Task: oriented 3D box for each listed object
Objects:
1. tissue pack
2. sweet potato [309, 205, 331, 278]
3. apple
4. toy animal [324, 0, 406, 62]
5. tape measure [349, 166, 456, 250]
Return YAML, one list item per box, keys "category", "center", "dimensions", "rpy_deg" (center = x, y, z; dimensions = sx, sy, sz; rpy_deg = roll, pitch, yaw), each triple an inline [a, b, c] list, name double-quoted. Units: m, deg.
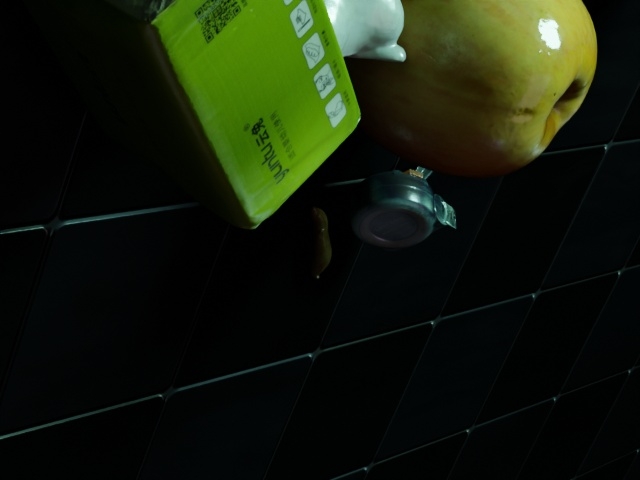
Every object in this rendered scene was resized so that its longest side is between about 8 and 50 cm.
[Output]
- category: "tissue pack"
  center: [-0.108, -0.171, 1.216]
  dimensions: [0.167, 0.200, 0.275]
  rpy_deg: [-45, 149, -15]
- category: "sweet potato"
  center: [0.000, 0.000, 1.724]
  dimensions: [0.026, 0.026, 0.115]
  rpy_deg: [-33, 143, -30]
- category: "apple"
  center: [0.150, -0.175, 1.525]
  dimensions: [0.242, 0.241, 0.242]
  rpy_deg: [-33, 143, -29]
- category: "toy animal"
  center: [0.021, -0.273, 1.346]
  dimensions: [0.140, 0.138, 0.282]
  rpy_deg: [-17, 134, -37]
- category: "tape measure"
  center: [0.094, -0.080, 1.759]
  dimensions: [0.107, 0.104, 0.180]
  rpy_deg: [35, 57, -38]
